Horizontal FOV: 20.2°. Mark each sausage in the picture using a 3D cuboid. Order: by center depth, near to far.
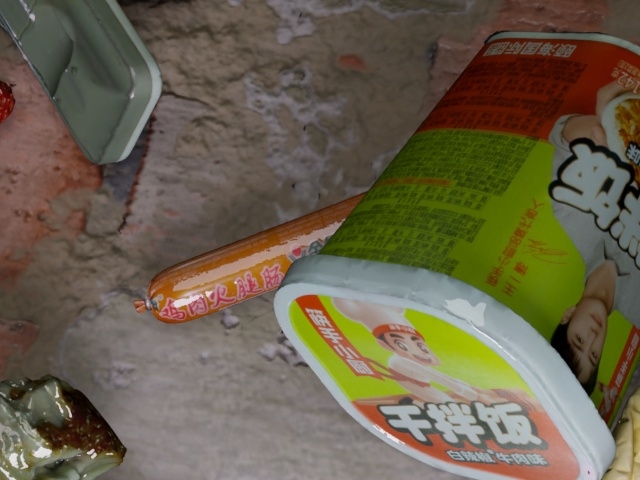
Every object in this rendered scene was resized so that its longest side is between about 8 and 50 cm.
[{"bbox_3d":[0.000,0.000,1.589,0.348,0.053,0.053,-21,66,-7],"label":"sausage"}]

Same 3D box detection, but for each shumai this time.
[{"bbox_3d":[-0.253,0.166,1.488,0.184,0.184,0.142,42,49,19],"label":"shumai"}]

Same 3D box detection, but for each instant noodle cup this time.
[{"bbox_3d":[0.162,0.005,1.460,0.294,0.294,0.308,26,64,14],"label":"instant noodle cup"}]

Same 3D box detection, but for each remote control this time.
[{"bbox_3d":[-0.260,-0.226,1.666,0.066,0.128,0.335,-13,60,-41],"label":"remote control"}]

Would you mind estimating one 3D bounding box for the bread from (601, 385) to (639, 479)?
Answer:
[{"bbox_3d":[0.277,0.235,1.435,0.140,0.106,0.236,15,66,11],"label":"bread"}]

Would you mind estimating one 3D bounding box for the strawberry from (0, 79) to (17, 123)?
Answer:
[{"bbox_3d":[-0.323,-0.122,1.659,0.073,0.073,0.083,17,81,11],"label":"strawberry"}]
